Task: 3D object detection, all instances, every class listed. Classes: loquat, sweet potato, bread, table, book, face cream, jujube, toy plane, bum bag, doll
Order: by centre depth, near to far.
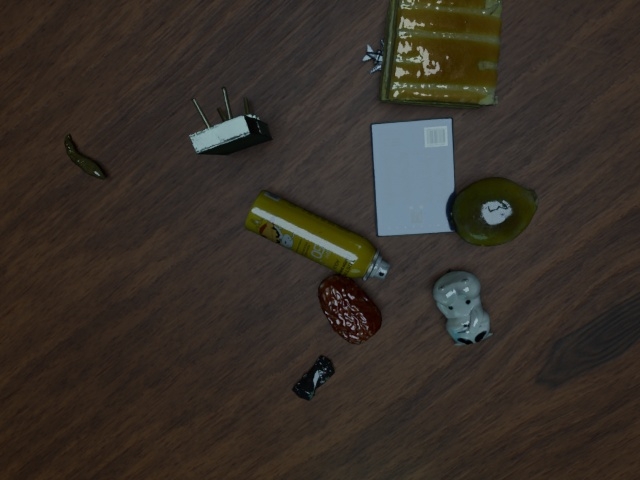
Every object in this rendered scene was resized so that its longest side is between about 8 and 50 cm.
[{"bbox_3d":[0.264,-0.412,1.153,0.246,0.111,0.239,3,101,-6],"label":"bread"},{"bbox_3d":[-0.199,-0.258,1.168,0.122,0.240,0.111,-18,96,7],"label":"table"},{"bbox_3d":[0.386,-0.065,1.188,0.195,0.152,0.152,-15,96,16],"label":"loquat"},{"bbox_3d":[0.140,-0.415,1.219,0.083,0.031,0.078,22,115,5],"label":"toy plane"},{"bbox_3d":[0.332,0.161,1.242,0.110,0.107,0.180,-18,95,16],"label":"doll"},{"bbox_3d":[0.219,-0.146,1.252,0.191,0.025,0.269,-3,98,7],"label":"book"},{"bbox_3d":[0.000,0.000,1.254,0.349,0.105,0.105,25,100,1],"label":"face cream"},{"bbox_3d":[0.066,0.161,1.275,0.112,0.109,0.176,-36,84,-27],"label":"jujube"},{"bbox_3d":[-0.587,-0.199,1.319,0.041,0.038,0.153,-43,83,-14],"label":"sweet potato"},{"bbox_3d":[-0.016,0.348,1.340,0.058,0.034,0.124,43,99,8],"label":"bum bag"}]
